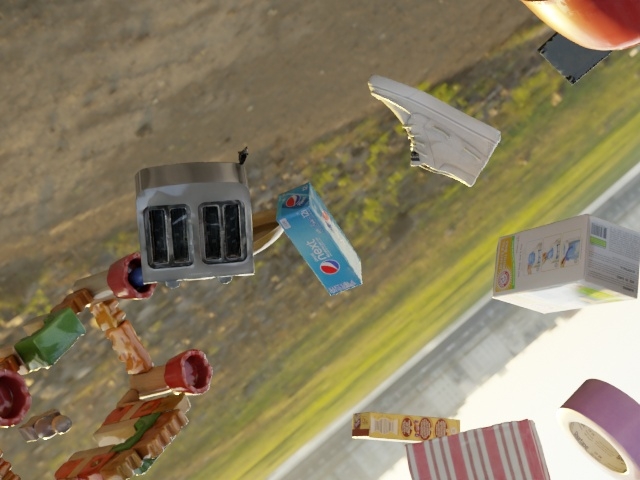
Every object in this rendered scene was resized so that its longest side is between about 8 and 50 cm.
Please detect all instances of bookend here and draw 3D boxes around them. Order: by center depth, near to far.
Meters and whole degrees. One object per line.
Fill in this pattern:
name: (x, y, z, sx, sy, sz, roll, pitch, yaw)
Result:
bookend: (0.404, -0.319, 1.340, 0.156, 0.072, 0.157, -43, -176, 46)

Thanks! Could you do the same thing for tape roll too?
tape roll: (0.515, 0.339, 1.693, 0.080, 0.189, 0.189, -41, 171, -14)

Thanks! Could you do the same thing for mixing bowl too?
mixing bowl: (0.287, -0.248, 0.917, 0.181, 0.098, 0.181, -30, -153, 17)

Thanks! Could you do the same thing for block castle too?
block castle: (-0.378, 0.250, 1.608, 0.213, 0.303, 0.453, -17, -161, 32)

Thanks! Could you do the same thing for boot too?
boot: (0.184, -0.192, 1.708, 0.123, 0.258, 0.095, -64, -178, 6)

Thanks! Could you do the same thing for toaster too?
toaster: (-0.180, -0.030, 1.384, 0.168, 0.185, 0.110, -4, -159, -9)

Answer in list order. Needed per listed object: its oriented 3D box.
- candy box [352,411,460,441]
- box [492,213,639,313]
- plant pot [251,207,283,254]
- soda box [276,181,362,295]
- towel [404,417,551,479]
candy box: (0.166, 0.366, 1.866, 0.187, 0.053, 0.109, 6, 167, -14)
box: (0.371, 0.040, 1.461, 0.203, 0.114, 0.103, -19, -122, 58)
plant pot: (-0.169, 0.001, 2.003, 0.236, 0.032, 0.236, -22, -163, 7)
soda box: (0.000, 0.000, 1.722, 0.067, 0.210, 0.071, -21, -142, 17)
towel: (0.232, 0.347, 1.394, 0.197, 0.144, 0.029, -13, 163, 3)
